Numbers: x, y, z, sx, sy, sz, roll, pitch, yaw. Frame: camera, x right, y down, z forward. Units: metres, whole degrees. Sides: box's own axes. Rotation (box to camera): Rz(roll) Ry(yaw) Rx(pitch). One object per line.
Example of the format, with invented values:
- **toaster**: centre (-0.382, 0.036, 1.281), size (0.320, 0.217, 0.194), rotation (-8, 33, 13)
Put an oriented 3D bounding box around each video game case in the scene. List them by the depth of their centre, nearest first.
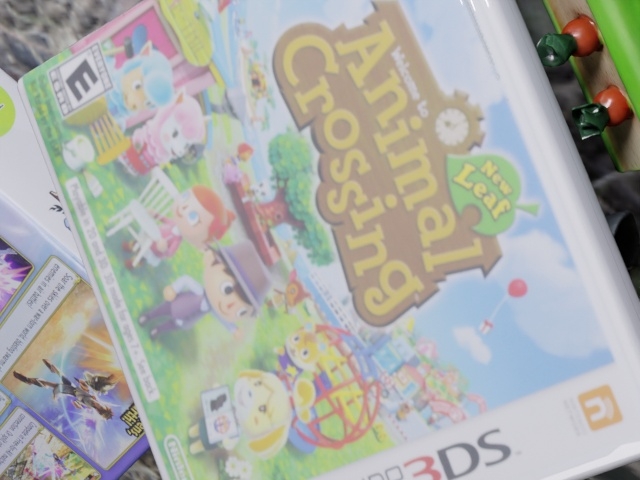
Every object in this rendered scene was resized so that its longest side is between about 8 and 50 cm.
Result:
- **video game case**: centre (0.000, 0.000, 0.550), size (0.193, 0.023, 0.212), rotation (-26, 81, 30)
- **video game case**: centre (-0.184, 0.028, 0.807), size (0.244, 0.061, 0.269), rotation (41, 139, -3)

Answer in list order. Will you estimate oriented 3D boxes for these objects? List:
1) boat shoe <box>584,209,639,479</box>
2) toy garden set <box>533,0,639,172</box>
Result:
- **boat shoe**: centre (0.094, 0.045, 0.596), size (0.340, 0.127, 0.113), rotation (42, 114, 16)
- **toy garden set**: centre (0.152, -0.016, 0.455), size (0.244, 0.049, 0.203), rotation (12, 133, 63)
